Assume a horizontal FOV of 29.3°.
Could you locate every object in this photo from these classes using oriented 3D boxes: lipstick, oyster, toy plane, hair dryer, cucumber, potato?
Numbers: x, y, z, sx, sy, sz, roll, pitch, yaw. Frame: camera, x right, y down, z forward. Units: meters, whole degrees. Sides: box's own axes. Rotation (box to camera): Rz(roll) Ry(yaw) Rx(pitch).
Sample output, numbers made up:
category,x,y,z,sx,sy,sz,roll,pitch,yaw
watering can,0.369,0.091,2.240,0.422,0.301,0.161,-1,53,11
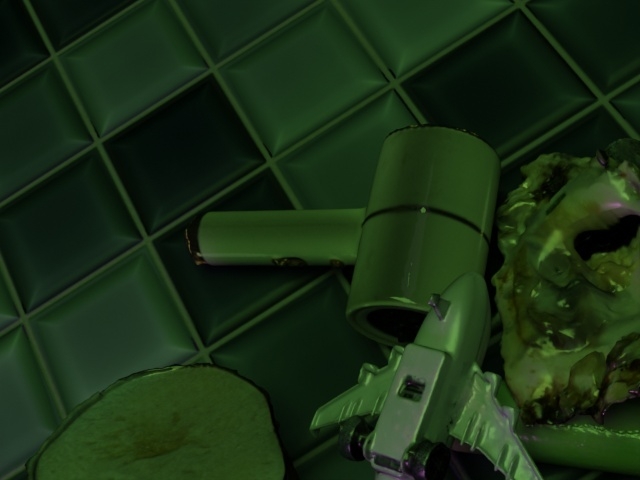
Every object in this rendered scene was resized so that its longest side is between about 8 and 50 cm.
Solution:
category,x,y,z,sx,sy,sz,roll,pitch,yaw
lipstick,0.236,0.169,1.101,0.304,0.076,0.076,4,65,21
oyster,0.257,0.032,1.122,0.201,0.107,0.354,-39,34,31
toy plane,0.093,0.146,1.064,0.251,0.101,0.255,13,84,38
hair dryer,0.000,0.000,1.265,0.362,0.128,0.203,-1,64,28
cucumber,0.318,-0.050,1.200,0.064,0.064,0.112,-36,55,-1
potato,-0.130,0.264,1.126,0.246,0.196,0.300,-12,26,-9
